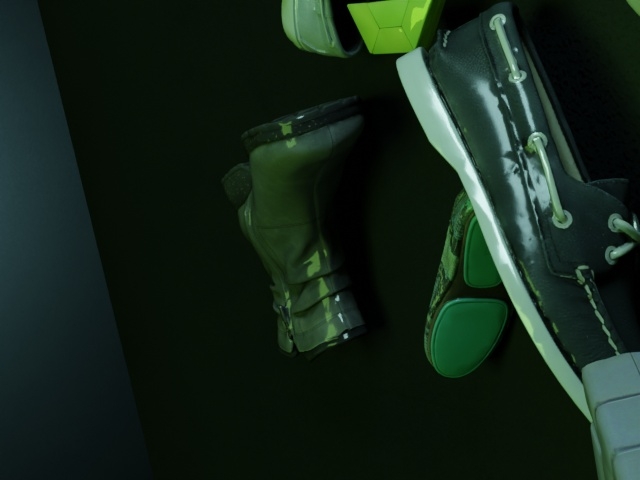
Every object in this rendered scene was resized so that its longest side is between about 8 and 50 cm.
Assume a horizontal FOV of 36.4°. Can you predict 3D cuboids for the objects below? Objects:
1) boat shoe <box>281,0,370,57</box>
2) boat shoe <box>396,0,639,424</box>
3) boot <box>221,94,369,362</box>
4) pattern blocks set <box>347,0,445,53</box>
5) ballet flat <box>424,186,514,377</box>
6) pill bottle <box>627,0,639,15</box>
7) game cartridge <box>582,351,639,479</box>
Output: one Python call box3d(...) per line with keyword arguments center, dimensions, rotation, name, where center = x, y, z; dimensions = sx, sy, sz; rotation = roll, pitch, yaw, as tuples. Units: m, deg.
box3d(center=(0.018, -0.264, 0.819), dimensions=(0.081, 0.079, 0.227), rotation=(28, 128, 36), name="boat shoe")
box3d(center=(0.148, -0.016, 0.601), dimensions=(0.302, 0.091, 0.114), rotation=(63, -161, 16), name="boat shoe")
box3d(center=(0.000, 0.000, 0.966), dimensions=(0.338, 0.118, 0.222), rotation=(136, 116, -76), name="boot")
box3d(center=(0.040, -0.276, 0.693), dimensions=(0.325, 0.026, 0.285), rotation=(-1, 104, 49), name="pattern blocks set")
box3d(center=(0.120, 0.026, 0.757), dimensions=(0.070, 0.070, 0.188), rotation=(57, 148, 39), name="ballet flat")
box3d(center=(0.188, -0.156, 0.348), dimensions=(0.229, 0.131, 0.131), rotation=(100, 153, -81), name="pill bottle")
box3d(center=(0.201, 0.263, 0.489), dimensions=(0.230, 0.068, 0.355), rotation=(-94, -11, -63), name="game cartridge")
